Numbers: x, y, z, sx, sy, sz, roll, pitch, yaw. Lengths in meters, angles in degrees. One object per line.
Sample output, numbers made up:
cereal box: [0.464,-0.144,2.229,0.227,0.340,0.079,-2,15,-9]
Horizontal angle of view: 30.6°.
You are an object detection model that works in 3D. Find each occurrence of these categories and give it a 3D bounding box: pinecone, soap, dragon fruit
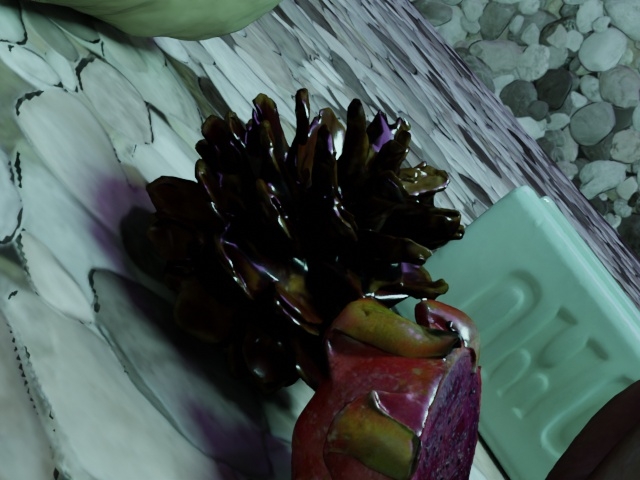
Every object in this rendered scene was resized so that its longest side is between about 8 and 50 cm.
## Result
pinecone: [-0.001,-0.001,0.507,0.140,0.121,0.140,44,25,-26]
soap: [0.146,0.078,0.725,0.198,0.119,0.066,57,17,24]
dragon fruit: [0.020,0.084,0.445,0.068,0.126,0.112,10,11,20]

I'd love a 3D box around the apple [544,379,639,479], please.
apple: [0.213,0.139,0.448,0.235,0.306,0.306,50,15,11]

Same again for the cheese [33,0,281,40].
cheese: [-0.115,-0.233,0.633,0.251,0.174,0.248,14,47,-63]
